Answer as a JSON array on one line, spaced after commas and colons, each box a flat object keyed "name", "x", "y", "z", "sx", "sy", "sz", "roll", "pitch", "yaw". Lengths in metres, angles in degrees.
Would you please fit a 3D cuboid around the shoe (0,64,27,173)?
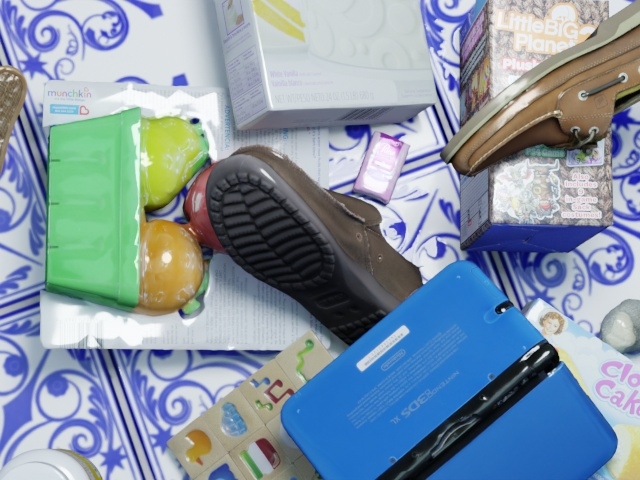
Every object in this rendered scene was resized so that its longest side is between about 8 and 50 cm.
[{"name": "shoe", "x": -0.427, "y": -0.115, "z": 1.821, "sx": 0.076, "sy": 0.058, "sz": 0.219, "roll": 29, "pitch": 85, "yaw": -29}]

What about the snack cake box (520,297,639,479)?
[{"name": "snack cake box", "x": 0.326, "y": 0.206, "z": 1.786, "sx": 0.264, "sy": 0.089, "sz": 0.152, "roll": 34, "pitch": 83, "yaw": 2}]

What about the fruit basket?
[{"name": "fruit basket", "x": -0.162, "y": -0.028, "z": 1.788, "sx": 0.353, "sy": 0.165, "sz": 0.327, "roll": 1, "pitch": 82, "yaw": -18}]

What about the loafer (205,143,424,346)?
[{"name": "loafer", "x": 0.000, "y": 0.000, "z": 1.729, "sx": 0.133, "sy": 0.366, "sz": 0.130, "roll": -14, "pitch": 46, "yaw": 33}]

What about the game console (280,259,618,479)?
[{"name": "game console", "x": 0.148, "y": 0.218, "z": 1.697, "sx": 0.293, "sy": 0.173, "sz": 0.250, "roll": -39, "pitch": 58, "yaw": -3}]

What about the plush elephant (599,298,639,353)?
[{"name": "plush elephant", "x": 0.527, "y": 0.068, "z": 1.729, "sx": 0.330, "sy": 0.255, "sz": 0.272, "roll": 32, "pitch": 82, "yaw": 2}]

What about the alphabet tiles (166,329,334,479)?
[{"name": "alphabet tiles", "x": -0.016, "y": 0.288, "z": 1.750, "sx": 0.342, "sy": 0.011, "sz": 0.285, "roll": -38, "pitch": 80, "yaw": 7}]

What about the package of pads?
[{"name": "package of pads", "x": 0.076, "y": -0.091, "z": 1.846, "sx": 0.050, "sy": 0.032, "sz": 0.083, "roll": 21, "pitch": 82, "yaw": -2}]

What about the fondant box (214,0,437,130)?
[{"name": "fondant box", "x": -0.006, "y": -0.307, "z": 1.797, "sx": 0.238, "sy": 0.096, "sz": 0.330, "roll": -6, "pitch": 80, "yaw": -30}]

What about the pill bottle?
[{"name": "pill bottle", "x": -0.314, "y": 0.297, "z": 1.684, "sx": 0.117, "sy": 0.208, "sz": 0.118, "roll": 0, "pitch": 82, "yaw": -3}]

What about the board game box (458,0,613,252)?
[{"name": "board game box", "x": 0.252, "y": -0.143, "z": 1.761, "sx": 0.141, "sy": 0.232, "sz": 0.291, "roll": 1, "pitch": 82, "yaw": -3}]

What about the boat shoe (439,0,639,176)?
[{"name": "boat shoe", "x": 0.275, "y": -0.149, "z": 1.589, "sx": 0.307, "sy": 0.111, "sz": 0.104, "roll": -35, "pitch": 84, "yaw": -8}]
